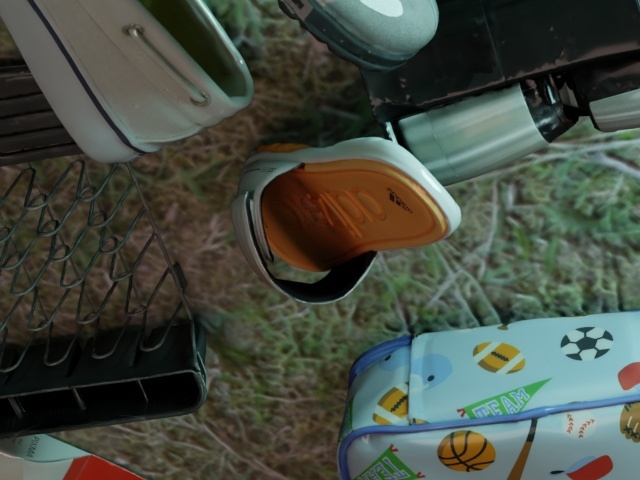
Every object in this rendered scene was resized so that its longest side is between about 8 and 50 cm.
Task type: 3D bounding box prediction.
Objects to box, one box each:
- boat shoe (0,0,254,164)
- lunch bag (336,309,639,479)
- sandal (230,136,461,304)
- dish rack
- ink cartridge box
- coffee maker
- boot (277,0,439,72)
[{"bbox_3d":[-0.136,-0.204,1.044,0.157,0.136,0.367,-16,125,19],"label":"boat shoe"},{"bbox_3d":[0.160,0.174,1.287,0.303,0.115,0.243,-7,127,13],"label":"lunch bag"},{"bbox_3d":[-0.007,-0.008,1.121,0.102,0.076,0.265,48,161,-10],"label":"sandal"},{"bbox_3d":[-0.205,0.009,1.248,0.208,0.074,0.271,-9,123,15],"label":"dish rack"},{"bbox_3d":[-0.237,0.214,1.421,0.179,0.045,0.145,26,126,-7],"label":"ink cartridge box"},{"bbox_3d":[0.116,-0.126,1.070,0.178,0.120,0.171,-17,120,20],"label":"coffee maker"},{"bbox_3d":[0.026,-0.271,0.943,0.223,0.118,0.338,-26,104,25],"label":"boot"}]
